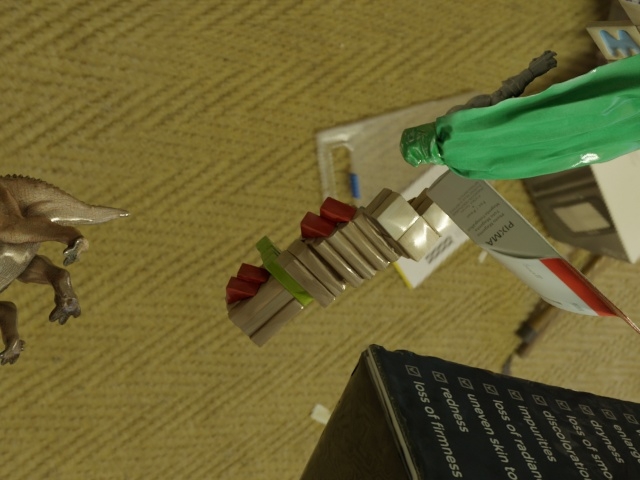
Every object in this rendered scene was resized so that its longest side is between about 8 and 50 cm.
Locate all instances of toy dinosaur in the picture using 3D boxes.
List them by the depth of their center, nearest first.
[{"bbox_3d":[-0.335,0.006,0.760,0.296,0.200,0.127,-39,159,-21],"label":"toy dinosaur"}]

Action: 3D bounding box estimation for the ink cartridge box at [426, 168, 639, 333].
[{"bbox_3d":[0.223,0.037,0.790,0.066,0.232,0.189,-42,141,13],"label":"ink cartridge box"}]

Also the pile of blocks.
[{"bbox_3d":[0.000,0.000,1.059,0.362,0.149,0.112,-30,119,26],"label":"pile of blocks"}]

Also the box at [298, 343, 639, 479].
[{"bbox_3d":[0.247,0.380,0.697,0.472,0.480,0.297,13,116,-19],"label":"box"}]

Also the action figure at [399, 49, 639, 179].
[{"bbox_3d":[0.174,-0.094,0.620,0.232,0.063,0.137,-11,146,12],"label":"action figure"}]

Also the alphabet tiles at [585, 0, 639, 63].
[{"bbox_3d":[0.425,-0.139,0.777,0.342,0.285,0.011,36,77,-39],"label":"alphabet tiles"}]
